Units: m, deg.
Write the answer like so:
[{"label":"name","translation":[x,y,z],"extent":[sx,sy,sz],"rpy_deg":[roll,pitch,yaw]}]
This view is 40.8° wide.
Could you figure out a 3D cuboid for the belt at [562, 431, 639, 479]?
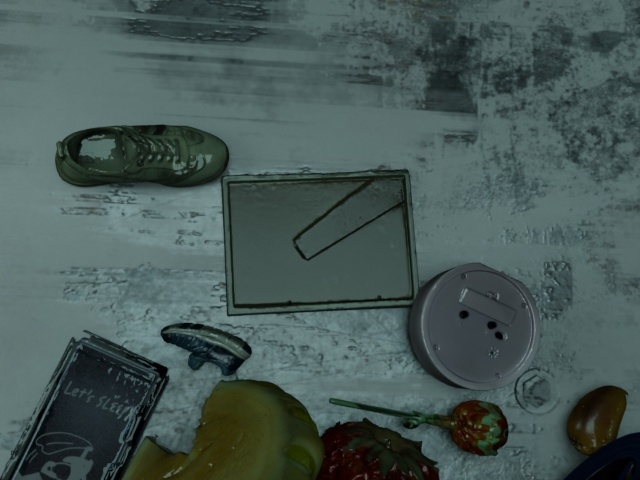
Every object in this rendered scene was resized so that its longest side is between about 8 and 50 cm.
[{"label":"belt","translation":[0.399,0.439,1.237],"extent":[0.117,0.212,0.347],"rpy_deg":[41,87,-10]}]

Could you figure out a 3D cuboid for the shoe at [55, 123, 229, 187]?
[{"label":"shoe","translation":[-0.281,-0.135,1.349],"extent":[0.274,0.098,0.103],"rpy_deg":[-5,83,-8]}]

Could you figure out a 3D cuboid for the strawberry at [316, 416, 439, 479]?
[{"label":"strawberry","translation":[0.053,0.395,1.244],"extent":[0.205,0.205,0.245],"rpy_deg":[25,98,-1]}]

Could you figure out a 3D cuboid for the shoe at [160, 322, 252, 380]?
[{"label":"shoe","translation":[-0.179,0.167,1.320],"extent":[0.142,0.064,0.071],"rpy_deg":[20,89,-1]}]

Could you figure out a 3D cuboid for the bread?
[{"label":"bread","translation":[-0.135,0.356,1.188],"extent":[0.333,0.333,0.160],"rpy_deg":[-45,124,-12]}]

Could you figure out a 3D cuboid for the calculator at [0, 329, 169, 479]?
[{"label":"calculator","translation":[-0.356,0.287,1.294],"extent":[0.165,0.028,0.274],"rpy_deg":[24,76,2]}]

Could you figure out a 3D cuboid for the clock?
[{"label":"clock","translation":[0.242,0.136,1.353],"extent":[0.196,0.068,0.197],"rpy_deg":[2,81,-12]}]

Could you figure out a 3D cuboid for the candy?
[{"label":"candy","translation":[0.151,0.270,1.303],"extent":[0.287,0.084,0.078],"rpy_deg":[12,116,-13]}]

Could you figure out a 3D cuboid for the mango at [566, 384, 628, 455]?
[{"label":"mango","translation":[0.438,0.281,1.359],"extent":[0.077,0.063,0.127],"rpy_deg":[36,72,7]}]

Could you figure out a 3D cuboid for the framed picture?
[{"label":"framed picture","translation":[0.000,0.000,1.389],"extent":[0.314,0.024,0.232],"rpy_deg":[-2,79,-5]}]
